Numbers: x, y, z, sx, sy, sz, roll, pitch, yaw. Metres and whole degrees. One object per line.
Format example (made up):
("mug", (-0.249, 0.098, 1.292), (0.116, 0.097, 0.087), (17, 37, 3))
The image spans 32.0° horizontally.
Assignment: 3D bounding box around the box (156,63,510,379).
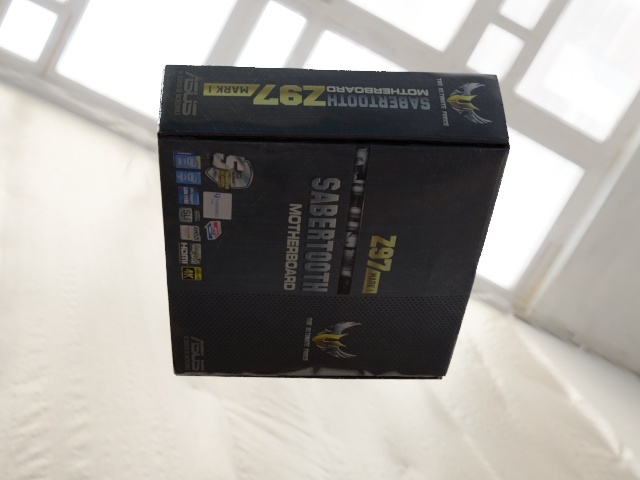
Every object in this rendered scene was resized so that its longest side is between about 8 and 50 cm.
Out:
("box", (0.000, 0.000, 0.664), (0.184, 0.232, 0.059), (1, -129, -5))
